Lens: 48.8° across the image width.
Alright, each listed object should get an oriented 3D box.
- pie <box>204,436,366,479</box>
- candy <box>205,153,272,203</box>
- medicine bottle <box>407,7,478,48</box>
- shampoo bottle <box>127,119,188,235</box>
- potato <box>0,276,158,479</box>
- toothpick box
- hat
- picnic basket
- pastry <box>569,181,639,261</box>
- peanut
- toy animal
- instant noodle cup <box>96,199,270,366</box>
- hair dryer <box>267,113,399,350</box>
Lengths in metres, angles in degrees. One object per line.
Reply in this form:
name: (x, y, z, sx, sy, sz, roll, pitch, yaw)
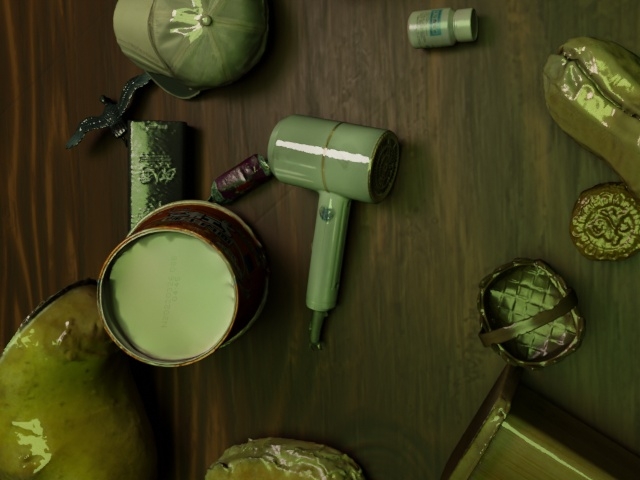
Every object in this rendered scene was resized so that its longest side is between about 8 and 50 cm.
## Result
pie: (-0.057, 0.465, 1.097, 0.340, 0.083, 0.339, 1, 94, 23)
candy: (-0.123, -0.100, 1.127, 0.175, 0.045, 0.043, -28, 66, 23)
medicine bottle: (0.169, -0.295, 0.978, 0.089, 0.052, 0.052, 2, 93, 24)
shampoo bottle: (-0.270, -0.042, 1.172, 0.098, 0.071, 0.309, 0, 93, -12)
potato: (-0.364, 0.295, 1.153, 0.296, 0.290, 0.397, 39, 106, 5)
toothpick box: (0.317, 0.324, 0.870, 0.308, 0.190, 0.187, 31, 104, 16)
hat: (-0.215, -0.345, 1.103, 0.275, 0.161, 0.231, 18, 95, 27)
picnic basket: (0.258, 0.092, 0.881, 0.128, 0.178, 0.137, -32, 78, 22)
pastry: (0.368, -0.025, 0.896, 0.097, 0.057, 0.109, 31, 107, 15)
peanut: (0.379, -0.134, 0.842, 0.130, 0.130, 0.290, -49, 62, 19)
toy animal: (-0.354, -0.214, 1.220, 0.220, 0.062, 0.107, -36, 75, 9)
instant noodle cup: (-0.204, 0.069, 1.046, 0.251, 0.192, 0.250, 0, 96, 0)
hair dryer: (0.000, 0.000, 1.054, 0.173, 0.108, 0.356, 15, 104, 27)
